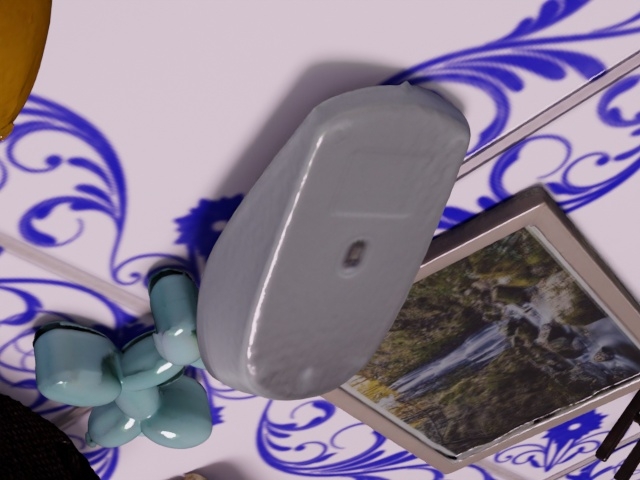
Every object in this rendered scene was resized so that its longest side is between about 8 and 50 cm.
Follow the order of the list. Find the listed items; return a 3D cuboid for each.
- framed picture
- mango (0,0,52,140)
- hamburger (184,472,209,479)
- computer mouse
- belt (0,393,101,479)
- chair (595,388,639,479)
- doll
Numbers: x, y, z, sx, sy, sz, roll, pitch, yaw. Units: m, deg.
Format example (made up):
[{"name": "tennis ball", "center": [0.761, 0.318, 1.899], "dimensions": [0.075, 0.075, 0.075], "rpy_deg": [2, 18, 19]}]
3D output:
[{"name": "framed picture", "center": [0.127, 0.087, 0.962], "dimensions": [0.240, 0.020, 0.324], "rpy_deg": [-27, 144, 18]}, {"name": "mango", "center": [-0.193, -0.077, 0.504], "dimensions": [0.151, 0.156, 0.249], "rpy_deg": [-33, 168, -49]}, {"name": "hamburger", "center": [-0.086, 0.368, 1.090], "dimensions": [0.209, 0.162, 0.330], "rpy_deg": [13, 95, -54]}, {"name": "computer mouse", "center": [0.000, 0.000, 0.747], "dimensions": [0.128, 0.079, 0.231], "rpy_deg": [2, 123, -42]}, {"name": "belt", "center": [-0.251, 0.204, 0.829], "dimensions": [0.184, 0.164, 0.289], "rpy_deg": [-50, 139, 9]}, {"name": "chair", "center": [0.343, 0.133, 1.074], "dimensions": [0.212, 0.101, 0.084], "rpy_deg": [-55, 144, -9]}, {"name": "doll", "center": [-0.117, 0.094, 0.844], "dimensions": [0.159, 0.059, 0.158], "rpy_deg": [-30, 142, 17]}]
